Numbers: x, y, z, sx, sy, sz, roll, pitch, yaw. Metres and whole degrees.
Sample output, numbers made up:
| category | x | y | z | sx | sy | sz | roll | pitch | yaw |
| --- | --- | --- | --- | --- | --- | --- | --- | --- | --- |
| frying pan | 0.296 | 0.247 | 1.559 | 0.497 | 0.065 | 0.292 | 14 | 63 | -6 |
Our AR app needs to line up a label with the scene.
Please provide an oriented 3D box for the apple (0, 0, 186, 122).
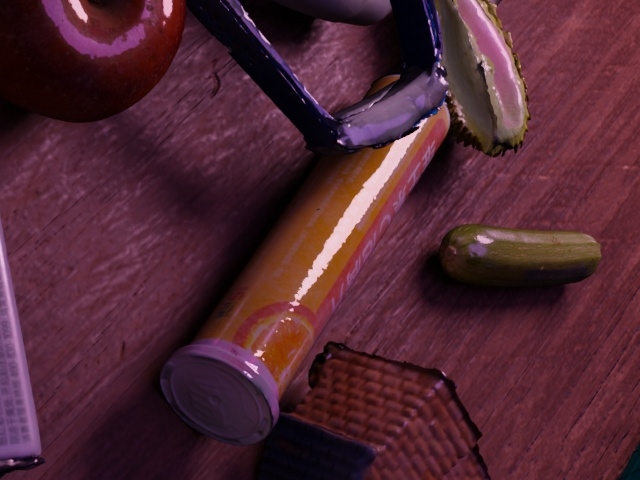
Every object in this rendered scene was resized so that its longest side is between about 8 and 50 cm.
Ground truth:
| category | x | y | z | sx | sy | sz | roll | pitch | yaw |
| --- | --- | --- | --- | --- | --- | --- | --- | --- | --- |
| apple | -0.211 | -0.194 | 1.500 | 0.201 | 0.162 | 0.201 | 6 | 78 | -33 |

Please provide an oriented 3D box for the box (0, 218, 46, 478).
| category | x | y | z | sx | sy | sz | roll | pitch | yaw |
| --- | --- | --- | --- | --- | --- | --- | --- | --- | --- |
| box | -0.310 | 0.012 | 1.306 | 0.112 | 0.190 | 0.369 | -5 | 79 | -44 |

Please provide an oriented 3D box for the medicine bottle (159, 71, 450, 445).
| category | x | y | z | sx | sy | sz | roll | pitch | yaw |
| --- | --- | --- | --- | --- | --- | --- | --- | --- | --- |
| medicine bottle | 0.000 | 0.000 | 1.660 | 0.108 | 0.108 | 0.426 | 50 | 47 | -19 |

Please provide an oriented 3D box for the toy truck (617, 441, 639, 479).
| category | x | y | z | sx | sy | sz | roll | pitch | yaw |
| --- | --- | --- | --- | --- | --- | --- | --- | --- | --- |
| toy truck | 0.381 | 0.280 | 1.918 | 0.124 | 0.114 | 0.253 | 46 | 48 | -4 |

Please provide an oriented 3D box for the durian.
| category | x | y | z | sx | sy | sz | roll | pitch | yaw |
| --- | --- | --- | --- | --- | --- | --- | --- | --- | --- |
| durian | 0.141 | -0.183 | 1.870 | 0.137 | 0.095 | 0.220 | -4 | 77 | -60 |

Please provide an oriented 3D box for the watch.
| category | x | y | z | sx | sy | sz | roll | pitch | yaw |
| --- | --- | --- | --- | --- | --- | --- | --- | --- | --- |
| watch | -0.018 | -0.204 | 1.624 | 0.276 | 0.068 | 0.274 | -21 | 100 | -30 |

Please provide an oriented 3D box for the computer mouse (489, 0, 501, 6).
| category | x | y | z | sx | sy | sz | roll | pitch | yaw |
| --- | --- | --- | --- | --- | --- | --- | --- | --- | --- |
| computer mouse | 0.179 | -0.344 | 1.976 | 0.122 | 0.073 | 0.217 | 43 | 53 | -21 |

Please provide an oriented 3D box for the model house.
| category | x | y | z | sx | sy | sz | roll | pitch | yaw |
| --- | --- | --- | --- | --- | --- | --- | --- | --- | --- |
| model house | 0.042 | 0.218 | 1.600 | 0.172 | 0.166 | 0.183 | -49 | 126 | -26 |

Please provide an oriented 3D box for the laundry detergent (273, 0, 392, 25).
| category | x | y | z | sx | sy | sz | roll | pitch | yaw |
| --- | --- | --- | --- | --- | --- | --- | --- | --- | --- |
| laundry detergent | -0.092 | -0.366 | 1.696 | 0.398 | 0.125 | 0.264 | 15 | 67 | -38 |

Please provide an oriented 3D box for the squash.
| category | x | y | z | sx | sy | sz | roll | pitch | yaw |
| --- | --- | --- | --- | --- | --- | --- | --- | --- | --- |
| squash | 0.208 | 0.016 | 1.877 | 0.229 | 0.066 | 0.066 | 1 | 74 | -43 |
